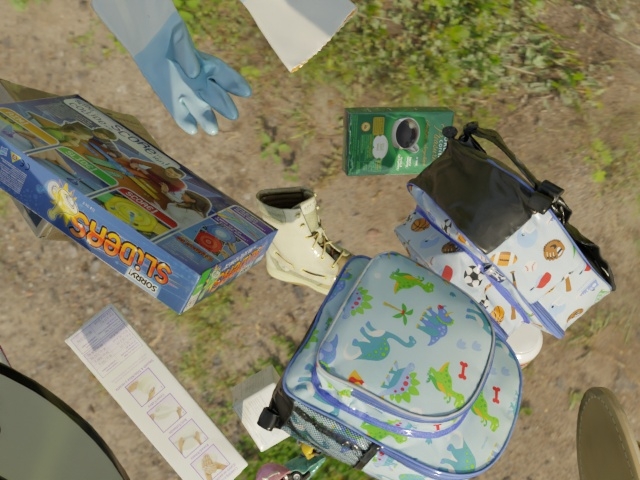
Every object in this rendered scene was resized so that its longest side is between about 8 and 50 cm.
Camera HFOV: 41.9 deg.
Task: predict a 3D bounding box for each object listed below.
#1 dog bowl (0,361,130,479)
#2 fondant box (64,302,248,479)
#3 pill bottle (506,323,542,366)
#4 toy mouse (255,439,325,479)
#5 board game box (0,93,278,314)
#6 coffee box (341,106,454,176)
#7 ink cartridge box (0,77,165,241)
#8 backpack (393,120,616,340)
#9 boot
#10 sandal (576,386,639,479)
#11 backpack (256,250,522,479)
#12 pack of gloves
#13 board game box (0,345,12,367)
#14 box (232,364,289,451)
[{"bbox_3d":[-0.276,0.259,0.432,0.150,0.408,0.407,-153,62,-68],"label":"dog bowl"},{"bbox_3d":[-0.267,0.261,1.375,0.096,0.238,0.330,-41,91,-13],"label":"fondant box"},{"bbox_3d":[0.325,0.170,1.406,0.086,0.152,0.086,-2,73,6],"label":"pill bottle"},{"bbox_3d":[-0.038,0.258,0.933,0.031,0.161,0.143,41,114,21],"label":"toy mouse"},{"bbox_3d":[-0.143,-0.035,0.605,0.201,0.136,0.035,34,112,9],"label":"board game box"},{"bbox_3d":[0.129,-0.168,1.409,0.184,0.040,0.113,-4,113,-13],"label":"coffee box"},{"bbox_3d":[-0.286,-0.088,1.045,0.088,0.235,0.193,-50,63,18],"label":"ink cartridge box"},{"bbox_3d":[0.246,0.013,1.104,0.263,0.276,0.213,36,104,-26],"label":"backpack"},{"bbox_3d":[0.000,0.000,1.328,0.213,0.077,0.165,11,131,23],"label":"boot"},{"bbox_3d":[0.247,0.218,0.578,0.079,0.088,0.239,-5,71,-10],"label":"sandal"},{"bbox_3d":[0.045,0.071,0.429,0.114,0.105,0.084,30,146,2],"label":"backpack"},{"bbox_3d":[-0.109,-0.226,0.784,0.195,0.046,0.232,-43,66,11],"label":"pack of gloves"},{"bbox_3d":[-0.356,0.292,0.865,0.064,0.242,0.316,-12,111,18],"label":"board game box"},{"bbox_3d":[-0.094,0.292,1.468,0.087,0.102,0.101,-31,102,2],"label":"box"}]
